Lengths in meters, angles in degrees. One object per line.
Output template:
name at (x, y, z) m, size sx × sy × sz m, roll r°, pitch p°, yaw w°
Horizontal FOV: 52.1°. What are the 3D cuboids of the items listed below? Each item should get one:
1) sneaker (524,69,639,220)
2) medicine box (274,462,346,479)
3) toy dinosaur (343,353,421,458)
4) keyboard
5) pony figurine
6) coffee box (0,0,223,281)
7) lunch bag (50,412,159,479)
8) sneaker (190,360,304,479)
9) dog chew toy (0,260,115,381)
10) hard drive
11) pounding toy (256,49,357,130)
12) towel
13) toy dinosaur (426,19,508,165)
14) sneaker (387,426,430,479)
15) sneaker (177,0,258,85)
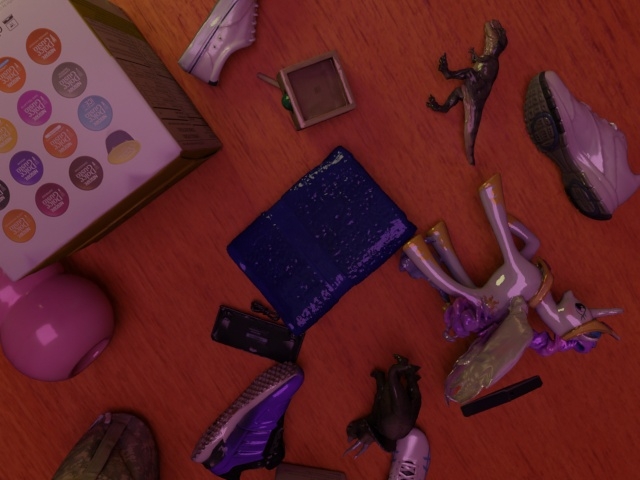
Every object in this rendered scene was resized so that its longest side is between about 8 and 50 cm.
sneaker at (0.482, -0.185, 1.206) m, size 0.129 × 0.111 × 0.297 m, roll -34°, pitch 100°, yaw -9°
medicine box at (-0.041, 0.618, 1.239) m, size 0.149 × 0.289 × 0.264 m, roll 10°, pitch 99°, yaw 0°
toy dinosaur at (0.145, 0.313, 1.230) m, size 0.120 × 0.313 × 0.160 m, roll 12°, pitch 61°, yaw -10°
keyboard at (-0.121, 0.176, 1.310) m, size 0.180 × 0.023 × 0.108 m, roll 18°, pitch 105°, yaw -2°
pony figurine at (0.313, 0.117, 1.185) m, size 0.351 × 0.303 × 0.363 m, roll -37°, pitch 81°, yaw -2°
coffee box at (-0.417, -0.186, 1.103) m, size 0.337 × 0.338 × 0.334 m, roll -36°, pitch 97°, yaw 7°
lunch bag at (-0.417, 0.499, 1.233) m, size 0.212 × 0.305 × 0.256 m, roll 10°, pitch 103°, yaw -2°
sneaker at (-0.112, 0.372, 1.307) m, size 0.146 × 0.102 × 0.293 m, roll 43°, pitch 103°, yaw -8°
dog chew toy at (-0.551, 0.107, 1.230) m, size 0.332 × 0.206 × 0.207 m, roll 41°, pitch 98°, yaw 3°
hard drive at (0.314, 0.268, 1.127) m, size 0.094 × 0.135 × 0.022 m, roll -34°, pitch 69°, yaw 36°
pounding toy at (-0.028, -0.277, 1.209) m, size 0.141 × 0.100 × 0.130 m, roll -22°, pitch 98°, yaw -6°
towel at (0.000, 0.000, 1.233) m, size 0.308 × 0.076 × 0.228 m, roll -42°, pitch 79°, yaw 9°
toy dinosaur at (0.266, -0.279, 1.208) m, size 0.118 × 0.064 × 0.268 m, roll 10°, pitch 102°, yaw -6°
sneaker at (0.171, 0.492, 1.317) m, size 0.085 × 0.086 × 0.237 m, roll 12°, pitch 98°, yaw 2°
sneaker at (-0.154, -0.401, 1.197) m, size 0.091 × 0.094 × 0.258 m, roll 34°, pitch 103°, yaw -22°
